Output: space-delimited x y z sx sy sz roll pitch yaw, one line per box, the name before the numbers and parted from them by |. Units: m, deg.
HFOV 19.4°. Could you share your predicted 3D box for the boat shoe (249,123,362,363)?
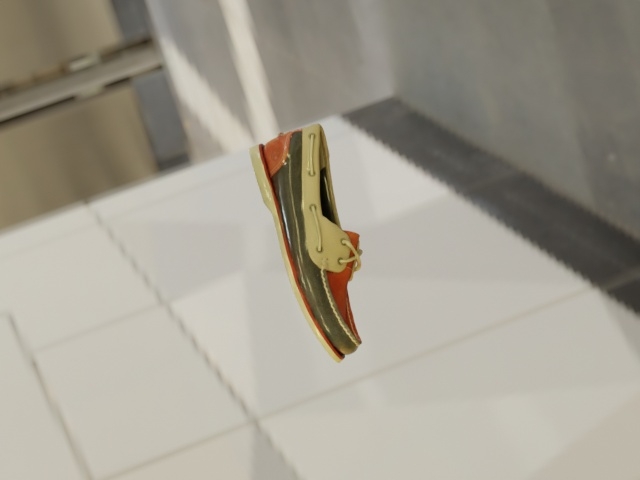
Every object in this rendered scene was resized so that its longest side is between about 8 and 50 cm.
boat shoe | 0.000 0.000 1.028 0.049 0.043 0.137 54 -164 -67
